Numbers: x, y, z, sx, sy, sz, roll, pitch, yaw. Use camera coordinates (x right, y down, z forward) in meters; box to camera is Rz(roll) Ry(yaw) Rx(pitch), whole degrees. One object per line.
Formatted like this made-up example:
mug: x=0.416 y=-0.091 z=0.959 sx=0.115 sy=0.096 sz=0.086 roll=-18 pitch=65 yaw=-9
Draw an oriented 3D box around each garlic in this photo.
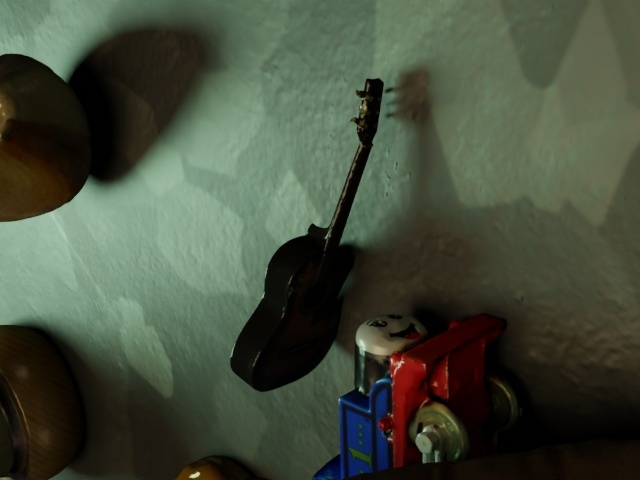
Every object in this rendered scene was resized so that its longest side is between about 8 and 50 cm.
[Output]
garlic: x=-0.260 y=-0.076 z=0.877 sx=0.115 sy=0.128 sz=0.206 roll=24 pitch=142 yaw=-15

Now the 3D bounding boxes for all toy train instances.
toy train: x=0.059 y=0.145 z=0.658 sx=0.131 sy=0.083 sz=0.204 roll=19 pitch=118 yaw=42

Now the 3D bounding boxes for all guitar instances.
guitar: x=0.000 y=0.000 z=0.672 sx=0.025 sy=0.088 sz=0.233 roll=33 pitch=118 yaw=31

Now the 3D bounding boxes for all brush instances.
brush: x=-0.389 y=0.193 z=1.077 sx=0.267 sy=0.166 sz=0.174 roll=-6 pitch=102 yaw=49

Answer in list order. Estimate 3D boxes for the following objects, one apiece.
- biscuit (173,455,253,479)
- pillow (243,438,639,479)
biscuit: x=-0.089 y=0.278 z=0.886 sx=0.170 sy=0.050 sz=0.170 roll=21 pitch=121 yaw=40
pillow: x=0.132 y=0.251 z=0.547 sx=0.305 sy=0.108 sz=0.308 roll=-12 pitch=98 yaw=14
